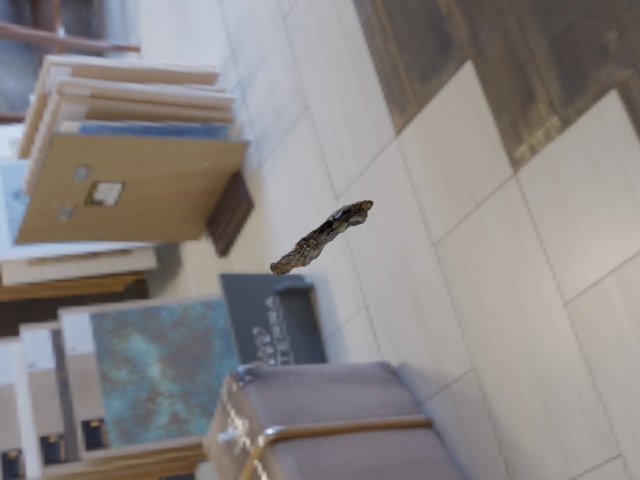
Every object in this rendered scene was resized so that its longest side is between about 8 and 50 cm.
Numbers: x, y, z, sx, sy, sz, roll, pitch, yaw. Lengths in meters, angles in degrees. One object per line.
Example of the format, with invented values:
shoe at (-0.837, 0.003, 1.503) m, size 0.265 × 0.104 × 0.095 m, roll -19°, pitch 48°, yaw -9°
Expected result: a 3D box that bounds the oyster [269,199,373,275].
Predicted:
oyster at (0.003, -0.002, 0.706) m, size 0.019 × 0.083 × 0.054 m, roll 50°, pitch 170°, yaw 0°
